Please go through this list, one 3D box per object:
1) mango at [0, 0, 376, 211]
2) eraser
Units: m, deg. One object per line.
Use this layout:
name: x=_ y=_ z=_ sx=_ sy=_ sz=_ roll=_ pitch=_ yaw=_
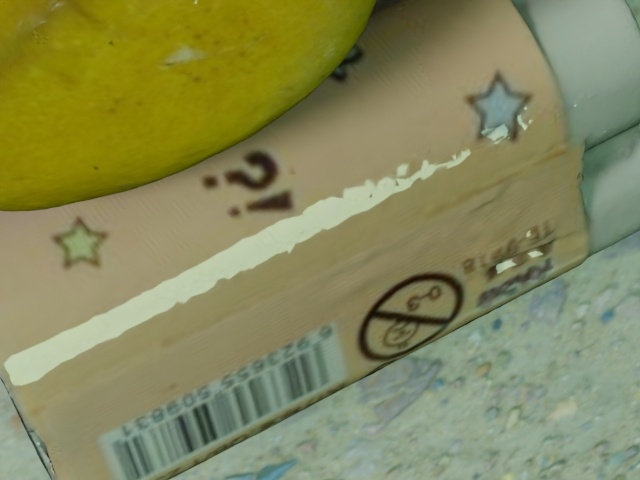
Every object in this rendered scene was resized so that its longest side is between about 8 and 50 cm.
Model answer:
mango: x=-0.064 y=-0.084 z=0.667 sx=0.195 sy=0.098 sz=0.137 roll=-30 pitch=143 yaw=5
eraser: x=0.000 y=0.000 z=0.801 sx=0.290 sy=0.087 sz=0.171 roll=-27 pitch=142 yaw=-10
